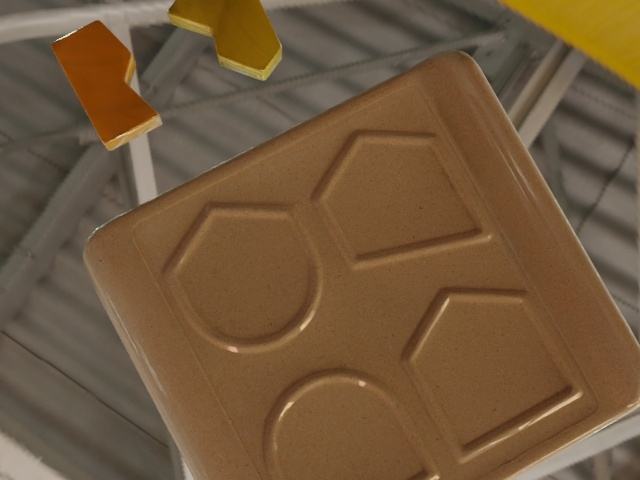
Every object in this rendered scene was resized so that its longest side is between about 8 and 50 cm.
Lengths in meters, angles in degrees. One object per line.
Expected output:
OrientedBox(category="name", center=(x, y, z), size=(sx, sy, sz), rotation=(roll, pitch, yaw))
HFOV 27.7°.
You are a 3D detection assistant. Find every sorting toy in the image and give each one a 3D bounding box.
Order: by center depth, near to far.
OrientedBox(category="sorting toy", center=(0.000, 0.000, 0.673), size=(0.229, 0.041, 0.307), rotation=(-28, -97, -5))
